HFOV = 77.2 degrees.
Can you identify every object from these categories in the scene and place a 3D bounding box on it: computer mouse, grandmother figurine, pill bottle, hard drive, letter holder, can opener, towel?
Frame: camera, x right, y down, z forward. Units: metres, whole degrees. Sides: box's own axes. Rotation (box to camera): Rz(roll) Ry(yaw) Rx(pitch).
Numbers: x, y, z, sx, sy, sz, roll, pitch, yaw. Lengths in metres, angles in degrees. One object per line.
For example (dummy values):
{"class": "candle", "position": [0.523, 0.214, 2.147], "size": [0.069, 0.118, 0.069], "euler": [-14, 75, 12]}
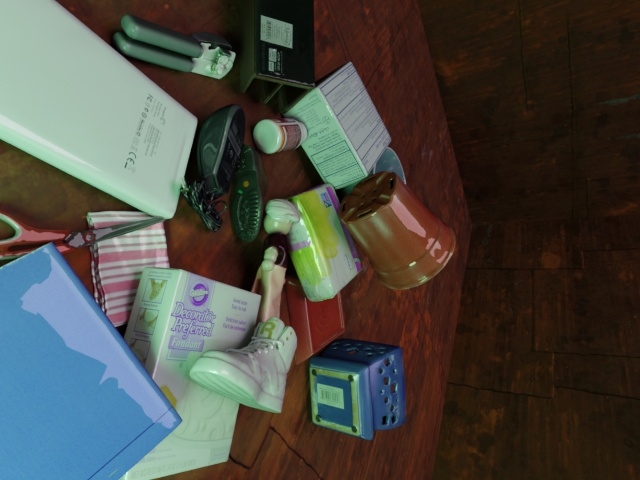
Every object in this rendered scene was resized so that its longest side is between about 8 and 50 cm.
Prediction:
{"class": "computer mouse", "position": [-0.228, -0.170, 0.842], "size": [0.188, 0.072, 0.272], "euler": [84, 17, -70]}
{"class": "grandmother figurine", "position": [-0.116, 0.061, 0.961], "size": [0.208, 0.104, 0.341], "euler": [126, -28, -74]}
{"class": "pill bottle", "position": [-0.101, -0.280, 1.065], "size": [0.152, 0.086, 0.085], "euler": [-29, 111, -55]}
{"class": "hard drive", "position": [-0.365, -0.211, 0.651], "size": [0.353, 0.047, 0.232], "euler": [37, 51, -51]}
{"class": "hard drive", "position": [-0.358, 0.191, 0.521], "size": [0.210, 0.040, 0.318], "euler": [-38, 106, -34]}
{"class": "letter holder", "position": [-0.127, -0.503, 1.015], "size": [0.152, 0.214, 0.301], "euler": [1, 86, -26]}
{"class": "can opener", "position": [-0.284, -0.388, 0.813], "size": [0.093, 0.074, 0.280], "euler": [51, 30, 9]}
{"class": "towel", "position": [-0.329, 0.044, 0.714], "size": [0.144, 0.029, 0.196], "euler": [-9, 95, -59]}

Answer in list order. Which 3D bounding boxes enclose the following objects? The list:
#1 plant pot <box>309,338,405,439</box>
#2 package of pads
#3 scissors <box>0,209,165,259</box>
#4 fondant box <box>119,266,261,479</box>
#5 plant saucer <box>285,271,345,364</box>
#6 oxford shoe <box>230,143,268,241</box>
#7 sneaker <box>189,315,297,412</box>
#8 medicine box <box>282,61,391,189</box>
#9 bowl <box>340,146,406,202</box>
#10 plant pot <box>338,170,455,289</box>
{"class": "plant pot", "position": [0.098, 0.436, 1.187], "size": [0.212, 0.236, 0.235], "euler": [-2, 89, -51]}
{"class": "package of pads", "position": [0.000, 0.000, 1.140], "size": [0.229, 0.101, 0.296], "euler": [-32, 102, -58]}
{"class": "scissors", "position": [-0.377, 0.009, 0.618], "size": [0.297, 0.021, 0.108], "euler": [0, 82, -52]}
{"class": "fondant box", "position": [-0.244, 0.236, 0.740], "size": [0.238, 0.096, 0.329], "euler": [34, 61, -57]}
{"class": "plant saucer", "position": [-0.001, 0.208, 1.215], "size": [0.259, 0.048, 0.258], "euler": [-15, 100, -58]}
{"class": "oxford shoe", "position": [-0.158, -0.108, 0.962], "size": [0.096, 0.083, 0.226], "euler": [9, 83, -68]}
{"class": "sneaker", "position": [-0.130, 0.211, 0.755], "size": [0.292, 0.108, 0.169], "euler": [66, 34, -56]}
{"class": "medicine box", "position": [0.060, -0.349, 1.226], "size": [0.289, 0.149, 0.263], "euler": [57, 40, -21]}
{"class": "bowl", "position": [0.183, -0.168, 1.442], "size": [0.312, 0.163, 0.311], "euler": [11, 77, -58]}
{"class": "plant pot", "position": [0.208, -0.042, 1.175], "size": [0.265, 0.273, 0.272], "euler": [46, 48, -29]}
